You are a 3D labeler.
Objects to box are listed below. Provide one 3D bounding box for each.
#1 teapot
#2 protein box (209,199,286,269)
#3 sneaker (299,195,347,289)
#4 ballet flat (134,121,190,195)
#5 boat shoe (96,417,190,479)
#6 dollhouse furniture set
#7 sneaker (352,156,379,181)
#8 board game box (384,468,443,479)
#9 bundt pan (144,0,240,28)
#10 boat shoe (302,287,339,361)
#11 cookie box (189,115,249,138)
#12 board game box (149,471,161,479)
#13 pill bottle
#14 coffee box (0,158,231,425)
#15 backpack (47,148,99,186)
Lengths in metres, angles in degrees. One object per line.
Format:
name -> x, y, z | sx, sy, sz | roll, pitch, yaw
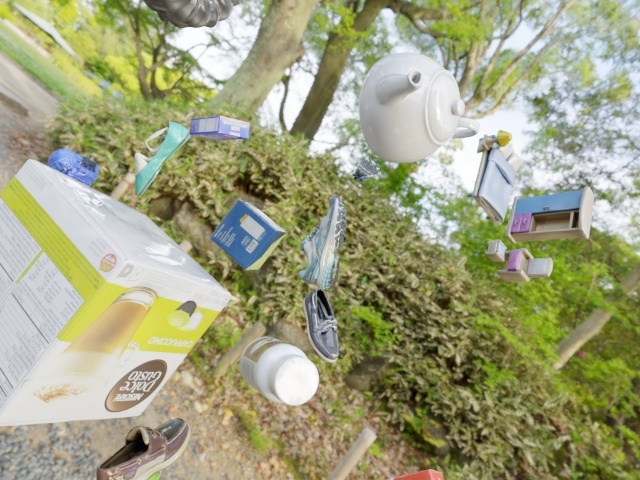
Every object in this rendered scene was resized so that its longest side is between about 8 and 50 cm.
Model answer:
teapot -> 0.219, -0.280, 1.023 | 0.187, 0.256, 0.252 | 11, -47, 38
protein box -> -0.287, -0.020, 1.906 | 0.201, 0.199, 0.136 | 40, 7, 13
sneaker -> 0.000, 0.000, 1.424 | 0.122, 0.282, 0.110 | 11, -2, 16
ballet flat -> -0.491, -0.248, 1.402 | 0.087, 0.247, 0.083 | 39, 1, -27
boat shoe -> -0.491, 0.581, 1.343 | 0.123, 0.123, 0.342 | -1, 10, 24
dollhouse furniture set -> 0.513, -0.094, 1.191 | 0.198, 0.286, 0.303 | -7, -38, 47
sneaker -> 0.131, -0.199, 1.429 | 0.063, 0.073, 0.162 | 45, 22, 3
board game box -> 0.160, 0.654, 0.952 | 0.064, 0.242, 0.316 | 40, 32, -42
bundt pan -> -0.337, -0.748, 1.326 | 0.124, 0.330, 0.331 | 35, -5, 31
boat shoe -> 0.007, 0.217, 1.253 | 0.075, 0.065, 0.206 | 11, 42, -34
cookie box -> -0.236, -0.261, 1.119 | 0.107, 0.040, 0.092 | 7, 5, 38
board game box -> -0.586, 0.849, 1.600 | 0.043, 0.181, 0.092 | 22, -33, -7
pill bottle -> -0.097, 0.303, 1.111 | 0.131, 0.131, 0.229 | 41, -18, -17
coffee box -> -0.456, 0.113, 0.934 | 0.338, 0.334, 0.337 | 37, -1, 26
backpack -> -0.723, -0.203, 1.385 | 0.120, 0.098, 0.101 | 40, 31, -47
